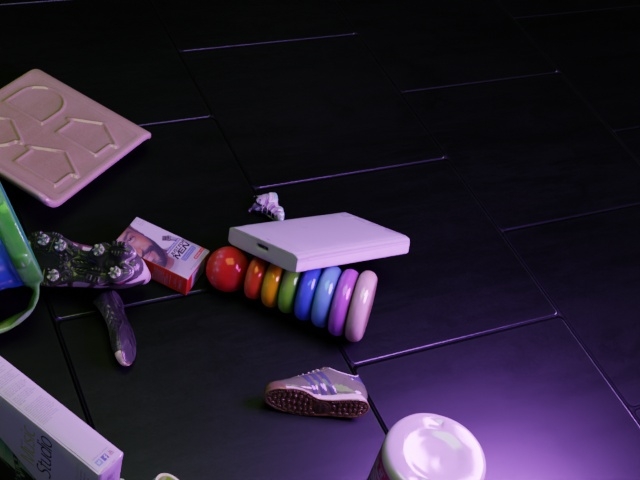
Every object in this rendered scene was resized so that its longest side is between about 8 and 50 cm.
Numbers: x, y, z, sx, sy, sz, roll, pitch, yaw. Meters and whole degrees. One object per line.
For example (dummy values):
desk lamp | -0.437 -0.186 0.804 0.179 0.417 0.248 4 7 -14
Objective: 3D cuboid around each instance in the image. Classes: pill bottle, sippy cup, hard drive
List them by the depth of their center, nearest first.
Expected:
pill bottle | 0.144 0.414 1.675 0.160 0.283 0.160 8 44 -8
sippy cup | -0.635 0.009 1.863 0.224 0.240 0.305 -24 67 -13
hard drive | 0.000 0.000 2.116 0.308 0.040 0.203 -9 23 -43

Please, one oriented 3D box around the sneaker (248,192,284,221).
sneaker | -0.118 -0.063 2.256 0.069 0.038 0.098 -5 38 -18

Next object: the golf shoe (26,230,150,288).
golf shoe | -0.454 0.053 2.011 0.273 0.120 0.105 7 74 20

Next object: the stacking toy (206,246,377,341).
stacking toy | -0.064 0.090 2.059 0.330 0.141 0.141 14 44 6

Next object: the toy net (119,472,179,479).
toy net | -0.245 0.467 1.649 0.122 0.045 0.232 26 31 -44

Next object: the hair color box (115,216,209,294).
hair color box | -0.314 0.030 2.095 0.167 0.053 0.093 23 46 10

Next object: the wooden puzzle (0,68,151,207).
wooden puzzle | -0.583 -0.209 2.247 0.322 0.080 0.348 30 41 14

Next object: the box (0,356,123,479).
box | -0.447 0.316 1.646 0.322 0.232 0.058 34 46 19

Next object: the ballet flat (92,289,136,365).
ballet flat | -0.377 0.165 1.958 0.049 0.057 0.173 -33 50 9

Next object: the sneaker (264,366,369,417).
sneaker | -0.008 0.269 1.941 0.192 0.064 0.086 8 37 -8
